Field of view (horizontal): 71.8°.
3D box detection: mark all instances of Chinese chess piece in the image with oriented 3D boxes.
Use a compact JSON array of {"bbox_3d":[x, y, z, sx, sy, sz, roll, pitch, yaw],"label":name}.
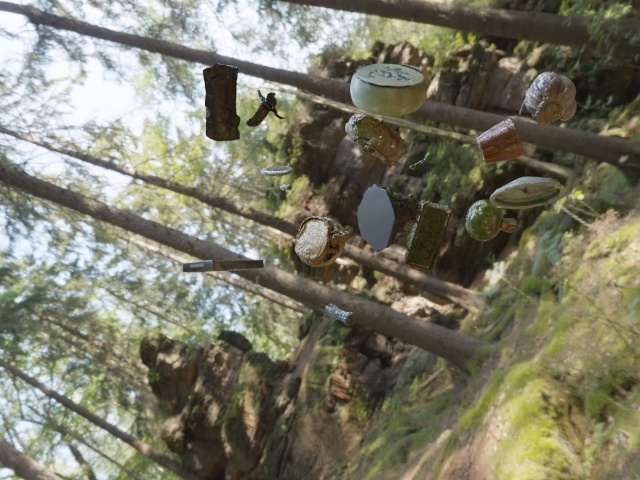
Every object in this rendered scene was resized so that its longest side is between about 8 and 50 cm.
[{"bbox_3d":[0.313,-0.706,2.047,0.349,0.349,0.147,-52,-27,-44],"label":"Chinese chess piece"}]

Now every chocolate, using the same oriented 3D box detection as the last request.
[{"bbox_3d":[0.179,-0.059,1.032,0.133,0.156,0.156,-5,-59,-26],"label":"chocolate"}]

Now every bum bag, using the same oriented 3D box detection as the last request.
[{"bbox_3d":[-0.332,-0.461,1.491,0.060,0.123,0.249,-135,46,-75],"label":"bum bag"}]

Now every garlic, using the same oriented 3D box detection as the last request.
[{"bbox_3d":[0.854,-0.514,1.718,0.207,0.207,0.256,-60,12,-29],"label":"garlic"}]

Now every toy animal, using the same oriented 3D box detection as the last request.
[{"bbox_3d":[-0.272,-0.746,2.441,0.272,0.197,0.160,-30,58,54],"label":"toy animal"}]

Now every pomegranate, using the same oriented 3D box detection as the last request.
[{"bbox_3d":[0.742,-0.097,1.941,0.179,0.210,0.180,-17,-90,-74],"label":"pomegranate"}]

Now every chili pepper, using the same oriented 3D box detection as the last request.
[{"bbox_3d":[0.345,-0.265,1.499,0.030,0.091,0.034,41,-158,-40],"label":"chili pepper"}]

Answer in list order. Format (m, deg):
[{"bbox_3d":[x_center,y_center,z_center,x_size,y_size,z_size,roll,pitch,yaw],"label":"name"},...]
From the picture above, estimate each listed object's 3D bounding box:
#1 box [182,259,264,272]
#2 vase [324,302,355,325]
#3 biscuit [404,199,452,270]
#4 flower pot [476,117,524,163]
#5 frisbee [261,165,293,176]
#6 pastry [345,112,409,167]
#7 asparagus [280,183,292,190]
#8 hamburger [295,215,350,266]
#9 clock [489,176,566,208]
[{"bbox_3d":[-0.420,0.111,1.946,0.324,0.180,0.047,1,-96,-58],"label":"box"},{"bbox_3d":[0.092,0.342,2.021,0.081,0.148,0.081,-8,-78,-37],"label":"vase"},{"bbox_3d":[0.378,-0.022,1.565,0.070,0.106,0.252,-66,-11,-66],"label":"biscuit"},{"bbox_3d":[0.842,-0.454,2.092,0.191,0.173,0.191,50,-153,-38],"label":"flower pot"},{"bbox_3d":[-0.150,-0.241,1.527,0.110,0.110,0.014,-41,-44,-56],"label":"frisbee"},{"bbox_3d":[0.207,-0.379,1.674,0.121,0.256,0.236,-58,-6,6],"label":"pastry"},{"bbox_3d":[-0.086,-0.133,1.105,0.127,0.015,0.018,-153,47,-76],"label":"asparagus"},{"bbox_3d":[0.000,0.000,2.110,0.146,0.285,0.243,19,-128,-48],"label":"hamburger"},{"bbox_3d":[0.692,-0.166,1.490,0.236,0.236,0.054,50,-140,-69],"label":"clock"}]
